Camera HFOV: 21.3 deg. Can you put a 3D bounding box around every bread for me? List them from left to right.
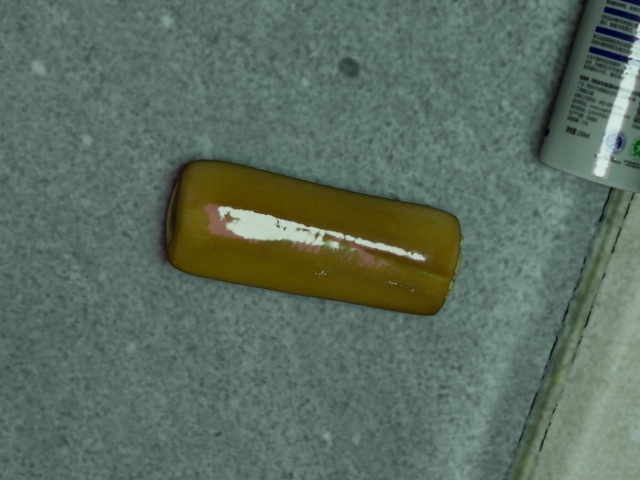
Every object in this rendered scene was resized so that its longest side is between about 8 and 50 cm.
[{"bbox_3d":[0.000,0.000,1.327,0.239,0.074,0.092,11,94,-10],"label":"bread"}]

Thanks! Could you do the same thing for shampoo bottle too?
[{"bbox_3d":[0.254,-0.193,1.317,0.092,0.092,0.303,14,98,-11],"label":"shampoo bottle"}]
